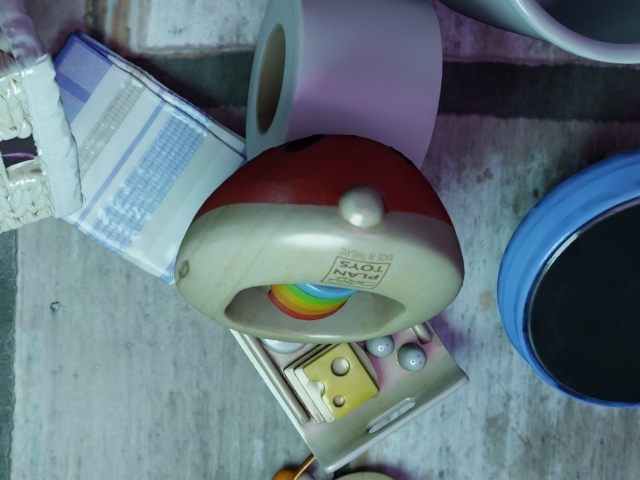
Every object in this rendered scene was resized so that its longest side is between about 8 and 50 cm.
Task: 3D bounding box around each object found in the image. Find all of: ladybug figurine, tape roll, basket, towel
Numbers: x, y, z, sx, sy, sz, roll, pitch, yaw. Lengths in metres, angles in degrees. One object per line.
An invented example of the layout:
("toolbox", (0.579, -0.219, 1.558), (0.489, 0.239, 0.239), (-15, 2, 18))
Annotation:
("ladybug figurine", (0.000, 0.000, 1.632), (0.305, 0.449, 0.161), (9, 74, -14))
("tape roll", (0.021, -0.175, 1.756), (0.169, 0.246, 0.246), (7, 101, -16))
("basket", (-0.429, -0.185, 1.533), (0.267, 0.328, 0.331), (-21, 69, -12))
("towel", (-0.234, -0.098, 1.821), (0.285, 0.034, 0.209), (33, 95, -17))

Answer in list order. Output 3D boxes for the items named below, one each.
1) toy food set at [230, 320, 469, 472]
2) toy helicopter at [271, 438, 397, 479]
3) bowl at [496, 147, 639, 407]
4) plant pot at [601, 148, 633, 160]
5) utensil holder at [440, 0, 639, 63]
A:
("toy food set", (0.016, 0.109, 1.880), (0.220, 0.092, 0.306), (-34, 97, -5))
("toy helicopter", (-0.037, 0.404, 1.927), (0.355, 0.140, 0.235), (-23, 85, -20))
("bowl", (0.423, 0.059, 1.919), (0.391, 0.077, 0.391), (-4, 127, -6))
("plant pot", (0.411, -0.065, 1.956), (0.109, 0.096, 0.109), (10, 101, -16))
("utensil holder", (0.279, -0.383, 1.697), (0.328, 0.385, 0.327), (-3, 104, -13))
